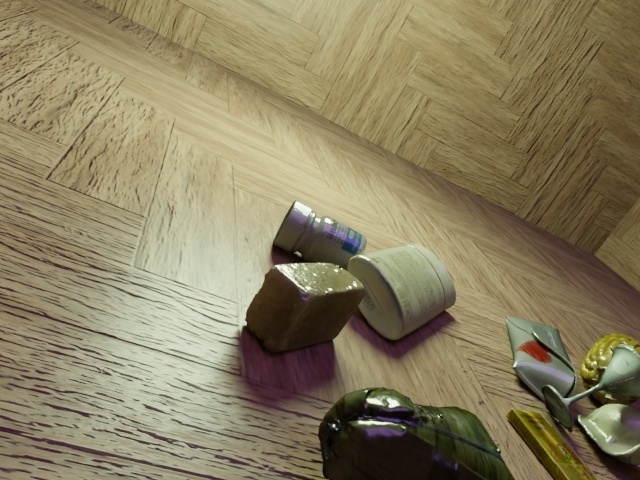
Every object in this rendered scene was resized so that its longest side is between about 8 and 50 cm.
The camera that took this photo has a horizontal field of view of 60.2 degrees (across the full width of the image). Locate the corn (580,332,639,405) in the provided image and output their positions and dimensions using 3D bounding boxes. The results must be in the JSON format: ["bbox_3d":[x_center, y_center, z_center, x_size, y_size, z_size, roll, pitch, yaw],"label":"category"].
[{"bbox_3d":[0.720,0.305,1.351,0.144,0.144,0.387,38,18,21],"label":"corn"}]

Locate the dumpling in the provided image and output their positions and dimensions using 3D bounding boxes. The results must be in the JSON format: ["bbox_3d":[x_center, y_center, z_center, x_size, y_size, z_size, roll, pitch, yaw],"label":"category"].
[{"bbox_3d":[0.572,0.370,1.041,0.134,0.100,0.169,-3,34,-37],"label":"dumpling"}]

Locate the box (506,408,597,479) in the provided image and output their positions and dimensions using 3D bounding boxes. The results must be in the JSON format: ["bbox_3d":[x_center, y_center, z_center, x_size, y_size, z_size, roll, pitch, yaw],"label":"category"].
[{"bbox_3d":[0.390,0.353,0.932,0.089,0.022,0.156,17,23,-31],"label":"box"}]

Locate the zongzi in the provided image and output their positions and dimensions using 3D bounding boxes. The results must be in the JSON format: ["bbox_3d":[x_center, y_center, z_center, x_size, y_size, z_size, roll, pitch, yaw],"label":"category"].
[{"bbox_3d":[0.110,0.233,0.681,0.250,0.125,0.274,34,17,-10],"label":"zongzi"}]

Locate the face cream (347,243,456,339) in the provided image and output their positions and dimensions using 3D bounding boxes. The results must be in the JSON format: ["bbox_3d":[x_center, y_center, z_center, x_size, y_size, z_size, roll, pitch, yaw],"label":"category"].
[{"bbox_3d":[0.181,0.091,1.148,0.348,0.081,0.174,-9,68,-60],"label":"face cream"}]

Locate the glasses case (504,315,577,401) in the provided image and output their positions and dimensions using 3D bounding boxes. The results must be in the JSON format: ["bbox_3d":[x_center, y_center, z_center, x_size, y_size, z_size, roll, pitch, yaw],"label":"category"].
[{"bbox_3d":[0.489,0.244,1.243,0.128,0.083,0.308,32,20,4],"label":"glasses case"}]

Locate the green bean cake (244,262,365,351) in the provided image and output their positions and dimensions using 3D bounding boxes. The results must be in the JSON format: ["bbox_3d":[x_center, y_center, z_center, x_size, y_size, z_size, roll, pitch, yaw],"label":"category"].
[{"bbox_3d":[-0.021,0.097,0.841,0.085,0.109,0.179,40,22,27],"label":"green bean cake"}]

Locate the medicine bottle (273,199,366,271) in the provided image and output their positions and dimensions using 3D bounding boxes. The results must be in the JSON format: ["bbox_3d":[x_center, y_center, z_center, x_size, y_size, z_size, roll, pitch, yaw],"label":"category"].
[{"bbox_3d":[0.000,0.000,1.113,0.168,0.105,0.105,27,20,-7],"label":"medicine bottle"}]

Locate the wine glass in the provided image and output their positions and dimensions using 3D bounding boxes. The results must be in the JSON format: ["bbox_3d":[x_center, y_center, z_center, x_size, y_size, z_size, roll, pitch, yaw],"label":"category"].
[{"bbox_3d":[0.526,0.284,1.048,0.122,0.182,0.122,155,-90,-86],"label":"wine glass"}]
